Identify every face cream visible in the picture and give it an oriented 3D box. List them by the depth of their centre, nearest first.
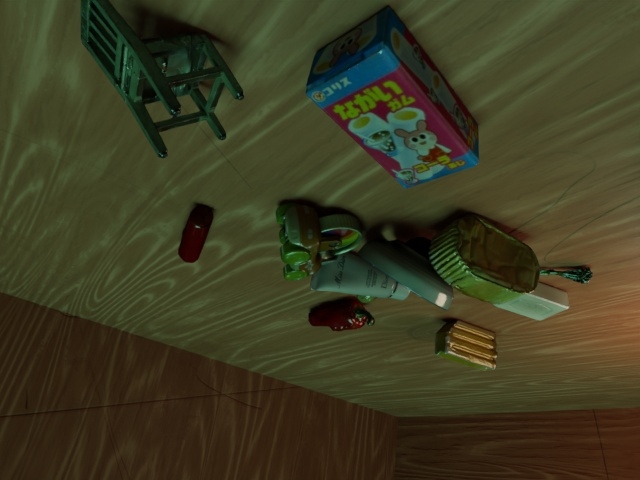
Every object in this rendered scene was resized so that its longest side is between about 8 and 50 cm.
[{"bbox_3d":[0.121,0.107,1.395,0.315,0.143,0.089,15,168,-20],"label":"face cream"}]

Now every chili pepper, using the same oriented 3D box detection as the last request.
[{"bbox_3d":[0.067,0.282,1.740,0.110,0.110,0.388,29,151,-31],"label":"chili pepper"}]

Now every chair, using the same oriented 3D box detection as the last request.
[{"bbox_3d":[-0.268,-0.296,0.800,0.270,0.147,0.136,55,145,8],"label":"chair"}]

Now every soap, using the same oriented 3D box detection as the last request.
[{"bbox_3d":[0.620,0.172,1.399,0.183,0.063,0.121,18,148,-15],"label":"soap"},{"bbox_3d":[0.531,0.377,1.717,0.232,0.140,0.073,21,149,-19],"label":"soap"}]

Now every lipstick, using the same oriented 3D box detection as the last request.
[{"bbox_3d":[-0.368,-0.012,1.378,0.073,0.073,0.279,18,151,-15],"label":"lipstick"}]

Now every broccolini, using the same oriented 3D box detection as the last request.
[{"bbox_3d":[0.617,0.086,1.284,0.218,0.044,0.042,5,167,20],"label":"broccolini"}]

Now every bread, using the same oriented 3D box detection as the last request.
[{"bbox_3d":[0.389,0.051,1.140,0.250,0.179,0.133,20,146,-13],"label":"bread"}]

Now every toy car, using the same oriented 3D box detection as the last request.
[{"bbox_3d":[0.000,0.000,1.237,0.235,0.145,0.235,-7,153,-4],"label":"toy car"}]

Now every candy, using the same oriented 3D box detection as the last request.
[{"bbox_3d":[0.134,-0.223,0.810,0.157,0.100,0.306,-16,143,40],"label":"candy"}]

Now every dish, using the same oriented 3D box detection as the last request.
[{"bbox_3d":[0.246,0.052,1.231,0.273,0.133,0.273,32,-177,-2],"label":"dish"}]

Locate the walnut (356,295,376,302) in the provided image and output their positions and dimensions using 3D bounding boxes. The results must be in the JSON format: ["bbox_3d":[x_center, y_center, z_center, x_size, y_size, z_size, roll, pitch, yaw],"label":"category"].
[{"bbox_3d":[0.150,0.155,1.497,0.092,0.092,0.092,8,151,4],"label":"walnut"}]
